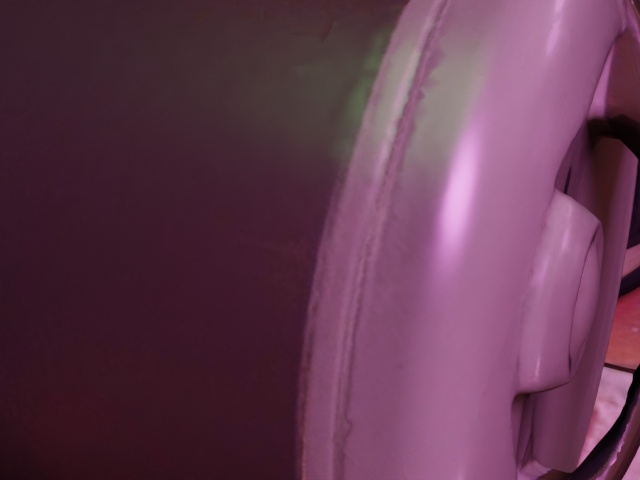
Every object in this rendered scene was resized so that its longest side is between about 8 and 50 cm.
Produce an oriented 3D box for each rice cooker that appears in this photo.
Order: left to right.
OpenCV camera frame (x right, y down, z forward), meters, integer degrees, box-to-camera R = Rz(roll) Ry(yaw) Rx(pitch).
[{"bbox_3d":[0.000,0.000,0.505,0.325,0.335,0.335,10,41,23],"label":"rice cooker"}]

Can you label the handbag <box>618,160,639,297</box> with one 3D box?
[{"bbox_3d":[0.151,-0.075,0.788,0.181,0.181,0.254,-22,41,-18],"label":"handbag"}]
